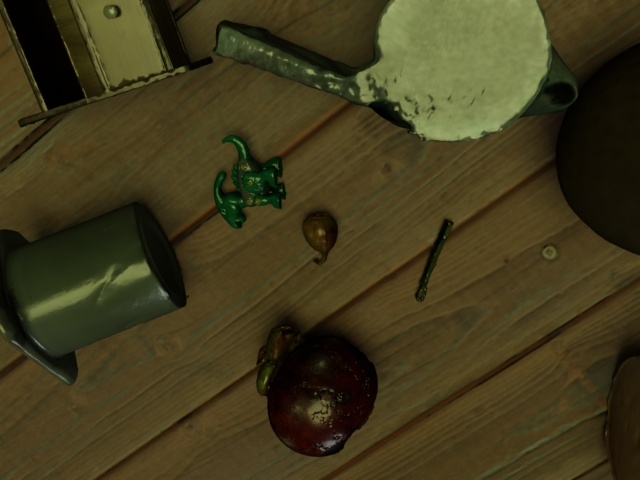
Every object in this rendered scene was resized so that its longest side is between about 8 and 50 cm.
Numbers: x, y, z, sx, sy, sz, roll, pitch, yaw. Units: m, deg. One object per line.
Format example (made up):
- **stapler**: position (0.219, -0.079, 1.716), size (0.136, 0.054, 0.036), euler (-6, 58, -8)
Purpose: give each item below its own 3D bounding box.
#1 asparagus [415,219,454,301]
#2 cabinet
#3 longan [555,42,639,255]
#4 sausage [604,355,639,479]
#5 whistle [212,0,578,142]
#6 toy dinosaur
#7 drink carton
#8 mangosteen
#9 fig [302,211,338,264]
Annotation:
- **asparagus**: position (0.157, 0.030, 0.960), size (0.015, 0.018, 0.127), euler (0, 117, -40)
- **cabinet**: position (-0.267, -0.255, 0.812), size (0.215, 0.148, 0.175), euler (-16, 107, 6)
- **longan**: position (0.399, -0.109, 0.789), size (0.258, 0.258, 0.258), euler (1, 108, 2)
- **sausage**: position (0.559, 0.275, 0.920), size (0.287, 0.233, 0.233), euler (5, 108, -2)
- **whistle**: position (0.084, -0.205, 0.810), size (0.404, 0.168, 0.188), euler (-10, 106, 10)
- **toy dinosaur**: position (-0.100, -0.077, 0.916), size (0.096, 0.059, 0.132), euler (-7, 116, 10)
- **drink carton**: position (-0.294, 0.047, 0.894), size (0.189, 0.191, 0.185), euler (-24, 144, 2)
- **mangosteen**: position (-0.013, 0.203, 0.959), size (0.180, 0.166, 0.166), euler (35, 107, 18)
- **fig**: position (0.000, 0.000, 0.944), size (0.050, 0.050, 0.083), euler (1, 126, 2)
